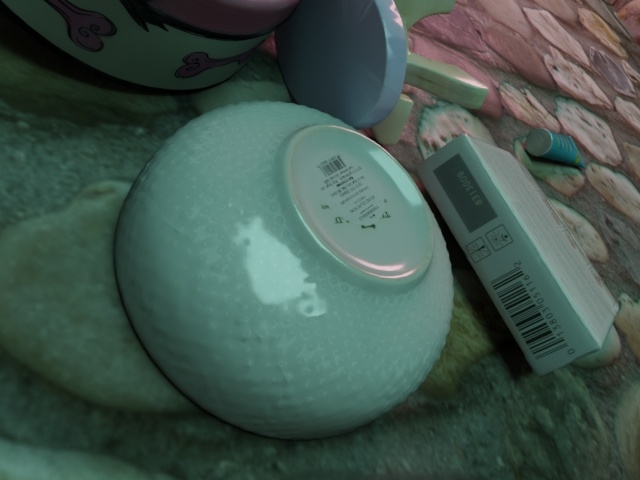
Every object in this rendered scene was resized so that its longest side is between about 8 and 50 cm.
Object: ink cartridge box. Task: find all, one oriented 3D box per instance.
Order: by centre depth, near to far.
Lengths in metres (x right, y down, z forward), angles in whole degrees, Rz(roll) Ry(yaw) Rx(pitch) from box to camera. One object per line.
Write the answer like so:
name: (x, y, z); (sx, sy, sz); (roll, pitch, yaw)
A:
ink cartridge box: (0.317, 0.006, 0.817); (0.385, 0.091, 0.308); (-3, 61, -59)

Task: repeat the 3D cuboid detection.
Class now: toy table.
toy table: (0.069, -0.239, 0.662); (0.161, 0.252, 0.274); (-3, 52, -30)

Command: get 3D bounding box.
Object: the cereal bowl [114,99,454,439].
cereal bowl: (0.000, 0.000, 0.499); (0.339, 0.141, 0.339); (20, 51, -27)

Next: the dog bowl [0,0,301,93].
dog bowl: (-0.153, -0.363, 0.518); (0.408, 0.150, 0.408); (11, 74, -46)

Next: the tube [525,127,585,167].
tube: (0.484, -0.188, 1.092); (0.207, 0.052, 0.080); (-2, 73, -46)
